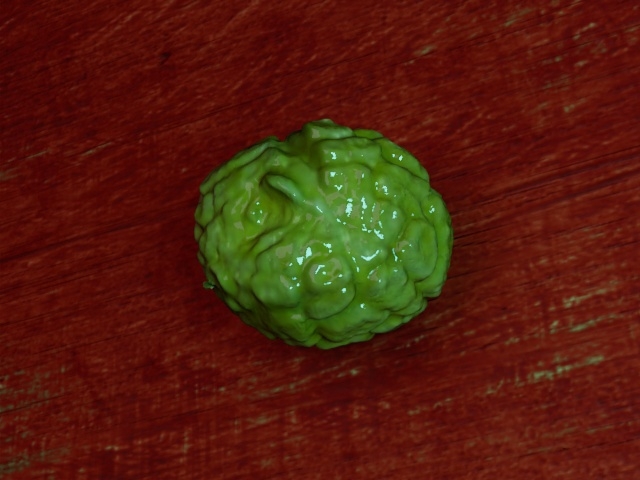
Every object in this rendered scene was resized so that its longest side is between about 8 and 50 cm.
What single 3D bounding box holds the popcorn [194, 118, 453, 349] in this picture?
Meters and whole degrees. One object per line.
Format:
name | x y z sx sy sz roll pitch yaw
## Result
popcorn | 0.000 0.000 1.857 0.237 0.251 0.206 -12 84 -8
